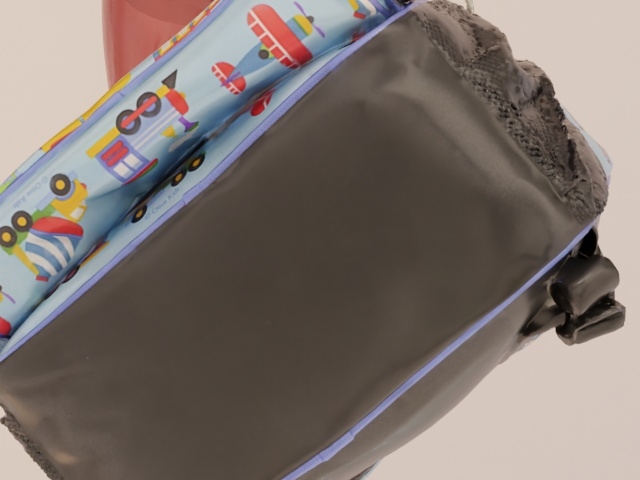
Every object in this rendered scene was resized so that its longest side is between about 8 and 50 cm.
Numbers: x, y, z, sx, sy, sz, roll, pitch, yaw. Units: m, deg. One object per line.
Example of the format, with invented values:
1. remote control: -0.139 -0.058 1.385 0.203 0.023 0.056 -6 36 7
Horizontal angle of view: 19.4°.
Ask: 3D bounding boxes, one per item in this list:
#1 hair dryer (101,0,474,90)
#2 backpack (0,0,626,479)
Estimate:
1. hair dryer: -0.056 -0.139 1.226 0.080 0.224 0.293 -18 -19 -50
2. backpack: 0.000 0.000 0.502 0.158 0.173 0.117 -40 -90 15
